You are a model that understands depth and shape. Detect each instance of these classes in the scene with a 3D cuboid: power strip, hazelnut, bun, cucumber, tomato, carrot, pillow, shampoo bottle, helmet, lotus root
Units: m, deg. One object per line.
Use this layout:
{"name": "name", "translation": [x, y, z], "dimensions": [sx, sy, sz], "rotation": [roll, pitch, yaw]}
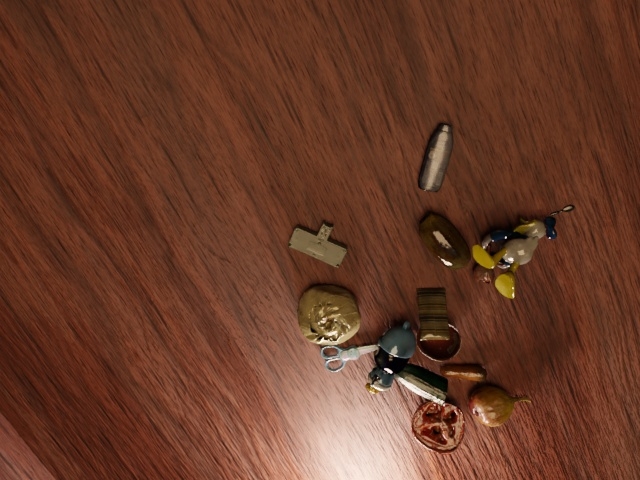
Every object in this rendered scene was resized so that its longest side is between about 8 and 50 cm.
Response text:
{"name": "power strip", "translation": [0.000, 0.000, 1.802], "dimensions": [0.216, 0.061, 0.145], "rotation": [23, 112, -4]}
{"name": "hazelnut", "translation": [0.605, 0.121, 1.782], "dimensions": [0.087, 0.086, 0.086], "rotation": [2, 111, 4]}
{"name": "bun", "translation": [0.031, 0.303, 1.867], "dimensions": [0.260, 0.152, 0.259], "rotation": [1, 109, 3]}
{"name": "cucumber", "translation": [0.402, 0.575, 1.961], "dimensions": [0.244, 0.063, 0.115], "rotation": [23, 91, 5]}
{"name": "tomato", "translation": [0.497, 0.771, 2.027], "dimensions": [0.228, 0.101, 0.227], "rotation": [0, 90, 9]}
{"name": "carrot", "translation": [0.578, 0.532, 1.953], "dimensions": [0.186, 0.060, 0.060], "rotation": [4, 111, 11]}
{"name": "pillow", "translation": [0.425, 0.275, 1.820], "dimensions": [0.113, 0.038, 0.203], "rotation": [-2, 66, 5]}
{"name": "shampoo bottle", "translation": [0.401, -0.285, 1.665], "dimensions": [0.087, 0.049, 0.233], "rotation": [12, 111, 2]}
{"name": "helmet", "translation": [0.450, 0.378, 1.878], "dimensions": [0.175, 0.106, 0.154], "rotation": [8, 96, 1]}
{"name": "lotus root", "translation": [0.446, 0.005, 1.733], "dimensions": [0.124, 0.123, 0.241], "rotation": [-41, 105, 8]}

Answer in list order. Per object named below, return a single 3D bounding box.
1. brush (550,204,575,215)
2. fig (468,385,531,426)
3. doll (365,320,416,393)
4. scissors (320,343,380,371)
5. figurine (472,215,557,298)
{"name": "brush", "translation": [0.861, -0.105, 1.713], "dimensions": [0.083, 0.008, 0.024], "rotation": [-22, 109, 13]}
{"name": "fig", "translation": [0.738, 0.667, 1.960], "dimensions": [0.257, 0.159, 0.159], "rotation": [-4, 111, -12]}
{"name": "doll", "translation": [0.275, 0.450, 1.884], "dimensions": [0.141, 0.177, 0.313], "rotation": [33, 104, 29]}
{"name": "scissors", "translation": [0.131, 0.460, 1.978], "dimensions": [0.256, 0.030, 0.125], "rotation": [-17, 107, 10]}
{"name": "figurine", "translation": [0.682, 0.029, 1.667], "dimensions": [0.339, 0.283, 0.204], "rotation": [-31, 88, -12]}
